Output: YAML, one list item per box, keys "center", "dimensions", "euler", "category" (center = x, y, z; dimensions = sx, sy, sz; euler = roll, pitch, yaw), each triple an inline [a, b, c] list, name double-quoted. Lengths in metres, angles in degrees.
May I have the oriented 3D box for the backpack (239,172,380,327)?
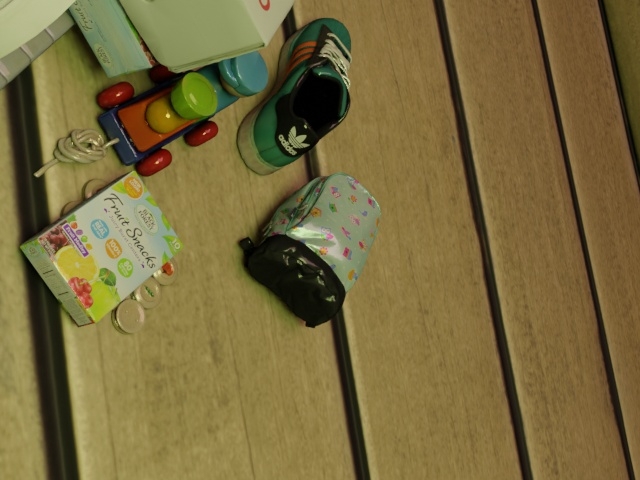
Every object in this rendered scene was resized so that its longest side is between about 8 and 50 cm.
- center: [0.000, 0.000, 0.991]
  dimensions: [0.152, 0.115, 0.182]
  euler: [49, 44, -23]
  category: "backpack"

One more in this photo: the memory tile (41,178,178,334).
- center: [-0.220, 0.017, 0.814]
  dimensions: [0.148, 0.012, 0.113]
  euler: [53, 45, -24]
  category: "memory tile"

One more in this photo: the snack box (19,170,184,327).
- center: [-0.217, 0.006, 0.781]
  dimensions: [0.141, 0.037, 0.100]
  euler: [-47, 114, -45]
  category: "snack box"

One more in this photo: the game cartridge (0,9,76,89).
- center: [-0.393, -0.293, 0.682]
  dimensions: [0.355, 0.068, 0.230]
  euler: [51, 41, -25]
  category: "game cartridge"

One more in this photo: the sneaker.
- center: [0.000, -0.212, 1.050]
  dimensions: [0.108, 0.121, 0.302]
  euler: [47, 47, -29]
  category: "sneaker"

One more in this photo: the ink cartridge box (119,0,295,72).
- center: [-0.102, -0.357, 0.785]
  dimensions: [0.223, 0.129, 0.307]
  euler: [59, 38, -36]
  category: "ink cartridge box"

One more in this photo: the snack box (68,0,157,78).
- center: [-0.193, -0.301, 0.819]
  dimensions: [0.174, 0.070, 0.207]
  euler: [65, 34, -29]
  category: "snack box"

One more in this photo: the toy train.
- center: [-0.170, -0.132, 0.815]
  dimensions: [0.248, 0.143, 0.105]
  euler: [-43, 110, -46]
  category: "toy train"

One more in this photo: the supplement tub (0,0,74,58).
- center: [-0.316, -0.291, 0.522]
  dimensions: [0.316, 0.228, 0.228]
  euler: [54, 42, -44]
  category: "supplement tub"
